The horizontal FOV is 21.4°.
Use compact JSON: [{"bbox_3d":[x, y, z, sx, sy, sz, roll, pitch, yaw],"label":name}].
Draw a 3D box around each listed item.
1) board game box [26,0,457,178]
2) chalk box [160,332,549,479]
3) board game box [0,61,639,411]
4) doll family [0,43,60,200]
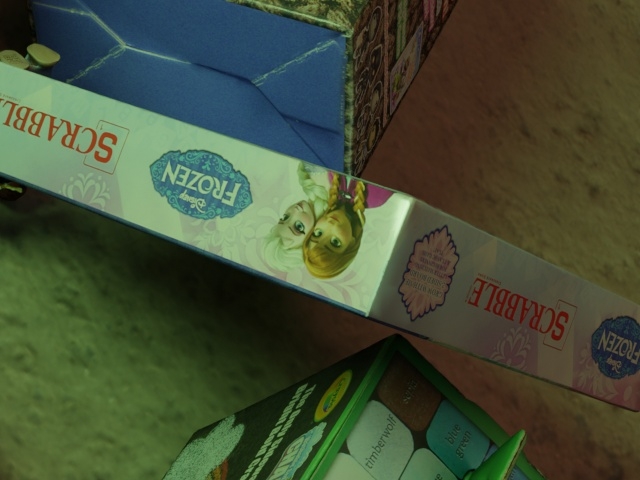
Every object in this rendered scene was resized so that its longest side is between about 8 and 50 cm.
[{"bbox_3d":[-0.031,-0.206,1.163,0.232,0.141,0.291,17,50,14],"label":"board game box"},{"bbox_3d":[0.023,0.191,0.986,0.179,0.289,0.180,45,50,-13],"label":"chalk box"},{"bbox_3d":[0.000,0.000,0.997,0.318,0.318,0.066,22,89,-53],"label":"board game box"},{"bbox_3d":[-0.230,-0.053,1.034,0.193,0.111,0.076,-9,41,-28],"label":"doll family"}]
